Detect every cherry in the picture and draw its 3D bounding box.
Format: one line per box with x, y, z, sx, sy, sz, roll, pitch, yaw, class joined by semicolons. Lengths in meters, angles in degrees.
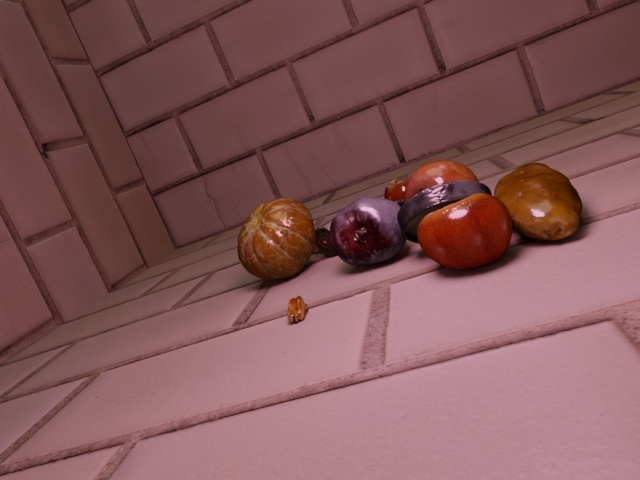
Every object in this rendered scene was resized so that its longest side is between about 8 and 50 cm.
0.158;-0.033;1.665;0.255;0.218;0.296;-25;4;24;cherry

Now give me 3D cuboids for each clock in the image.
0.362;-0.073;1.486;0.281;0.055;0.280;-8;-27;-4;clock

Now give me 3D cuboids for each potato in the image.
0.579;-0.097;1.378;0.369;0.196;0.176;-66;1;-65;potato

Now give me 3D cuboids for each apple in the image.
0.366;-0.015;1.313;0.210;0.173;0.235;-22;-1;-27;apple
0.415;-0.156;1.759;0.254;0.253;0.253;-21;11;4;apple
0.372;-0.204;2.279;0.156;0.147;0.158;11;-1;-39;apple

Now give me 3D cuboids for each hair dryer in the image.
0.000;0.000;2.125;0.362;0.128;0.203;-22;8;46;hair dryer

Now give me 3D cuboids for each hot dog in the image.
-0.064;0.198;1.470;0.056;0.041;0.133;-21;19;6;hot dog

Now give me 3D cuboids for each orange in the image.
-0.159;-0.003;1.949;0.329;0.249;0.329;-26;48;33;orange

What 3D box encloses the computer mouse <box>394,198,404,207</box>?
0.340;-0.103;2.000;0.242;0.077;0.146;-16;32;7;computer mouse
